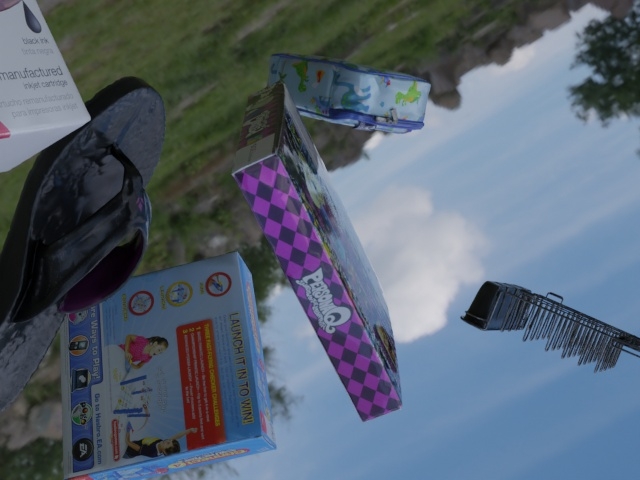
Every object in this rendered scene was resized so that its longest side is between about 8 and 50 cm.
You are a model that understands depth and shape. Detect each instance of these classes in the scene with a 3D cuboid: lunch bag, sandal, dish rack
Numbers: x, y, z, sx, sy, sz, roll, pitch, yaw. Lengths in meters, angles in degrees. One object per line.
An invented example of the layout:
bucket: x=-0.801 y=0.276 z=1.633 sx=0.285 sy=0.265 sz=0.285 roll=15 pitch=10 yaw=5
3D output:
lunch bag: x=0.040 y=-0.214 z=1.291 sx=0.176 sy=0.090 sz=0.219 roll=0 pitch=-165 yaw=-43
sandal: x=-0.266 y=0.034 z=0.961 sx=0.445 sy=0.107 sz=0.167 roll=-59 pitch=162 yaw=16
dish rack: x=0.347 y=0.128 z=1.209 sx=0.208 sy=0.272 sz=0.074 roll=8 pitch=104 yaw=-63

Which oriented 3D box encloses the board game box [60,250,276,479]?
board game box: x=-0.241 y=0.198 z=1.369 sx=0.302 sy=0.308 sz=0.086 roll=-13 pitch=151 yaw=5

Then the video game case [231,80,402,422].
video game case: x=0.000 y=0.000 z=0.741 sx=0.042 sy=0.232 sz=0.210 roll=-23 pitch=-157 yaw=8

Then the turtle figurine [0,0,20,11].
turtle figurine: x=-0.218 y=-0.222 z=0.359 sx=0.266 sy=0.198 sz=0.274 roll=-84 pitch=-171 yaw=-68

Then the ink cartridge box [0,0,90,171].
ink cartridge box: x=-0.285 y=-0.157 z=0.579 sx=0.100 sy=0.237 sz=0.172 roll=-24 pitch=-178 yaw=29
